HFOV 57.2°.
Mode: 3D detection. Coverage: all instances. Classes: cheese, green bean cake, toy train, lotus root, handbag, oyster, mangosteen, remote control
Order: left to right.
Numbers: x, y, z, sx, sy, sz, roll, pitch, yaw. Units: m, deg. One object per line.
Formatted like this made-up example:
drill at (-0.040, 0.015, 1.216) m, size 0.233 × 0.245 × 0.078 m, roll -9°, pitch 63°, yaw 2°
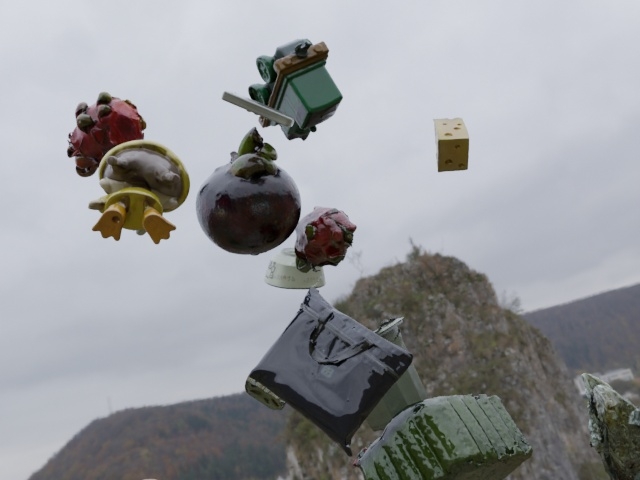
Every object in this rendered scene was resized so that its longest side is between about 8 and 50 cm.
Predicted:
mangosteen at (-0.215, -0.131, 1.688) m, size 0.306 × 0.359 × 0.306 m, roll -11°, pitch 24°, yaw 5°
remote control at (-0.157, -0.337, 1.508) m, size 0.190 × 0.029 × 0.087 m, roll 21°, pitch 14°, yaw -5°
lotus root at (-0.145, 0.446, 1.813) m, size 0.144 × 0.143 × 0.070 m, roll -39°, pitch -21°, yaw -49°
toy train at (-0.069, -0.434, 1.765) m, size 0.178 × 0.249 × 0.429 m, roll -30°, pitch -8°, yaw -20°
handbag at (0.015, 0.226, 1.066) m, size 0.211 × 0.254 × 0.089 m, roll -56°, pitch -32°, yaw -6°
green bean cake at (0.290, 0.502, 1.391) m, size 0.335 × 0.218 × 0.319 m, roll 16°, pitch -56°, yaw -45°
cheese at (0.393, -0.313, 1.777) m, size 0.093 × 0.171 × 0.126 m, roll -4°, pitch -41°, yaw 8°
oyster at (0.769, 0.491, 1.504) m, size 0.162 × 0.350 × 0.158 m, roll -36°, pitch 8°, yaw -31°

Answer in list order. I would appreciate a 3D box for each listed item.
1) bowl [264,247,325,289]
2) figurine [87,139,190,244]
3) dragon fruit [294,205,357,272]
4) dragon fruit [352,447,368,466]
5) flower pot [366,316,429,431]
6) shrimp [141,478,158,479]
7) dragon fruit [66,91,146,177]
bowl at (-0.092, 0.100, 2.232) m, size 0.238 × 0.126 × 0.238 m, roll 6°, pitch 9°, yaw -1°
figurine at (-0.410, -0.109, 1.358) m, size 0.215 × 0.343 × 0.187 m, roll 21°, pitch -67°, yaw -23°
dragon fruit at (0.012, 0.016, 1.813) m, size 0.198 × 0.200 × 0.269 m, roll -15°, pitch -49°, yaw -39°
dragon fruit at (0.257, 0.653, 1.708) m, size 0.134 × 0.211 × 0.262 m, roll 36°, pitch -8°, yaw -35°
flower pot at (0.165, 0.389, 1.684) m, size 0.290 × 0.259 × 0.290 m, roll -27°, pitch -8°, yaw -4°
shrimp at (-0.497, 0.767, 1.746) m, size 0.236 × 0.053 × 0.133 m, roll 4°, pitch 3°, yaw 37°
dragon fruit at (-0.719, -0.337, 1.937) m, size 0.228 × 0.307 × 0.243 m, roll 30°, pitch 2°, yaw -31°
